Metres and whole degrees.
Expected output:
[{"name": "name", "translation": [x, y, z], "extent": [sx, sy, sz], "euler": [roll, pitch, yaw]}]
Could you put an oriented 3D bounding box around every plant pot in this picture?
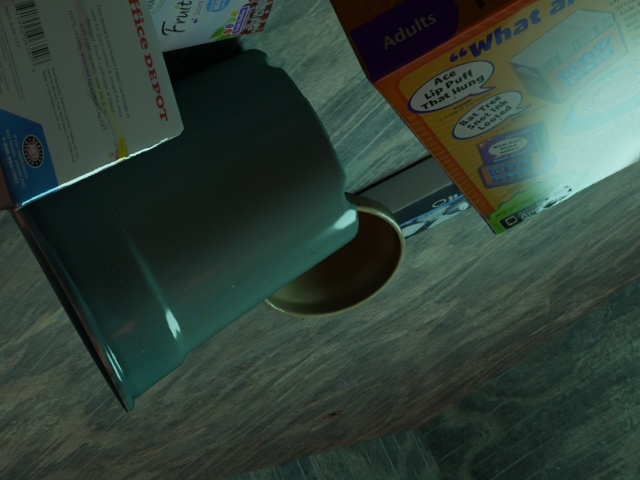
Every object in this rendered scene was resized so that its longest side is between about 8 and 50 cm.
[{"name": "plant pot", "translation": [-0.159, -0.033, 1.567], "extent": [0.334, 0.341, 0.341], "euler": [-29, 162, -11]}, {"name": "plant pot", "translation": [0.000, 0.000, 2.087], "extent": [0.237, 0.110, 0.237], "euler": [-12, 137, -11]}]

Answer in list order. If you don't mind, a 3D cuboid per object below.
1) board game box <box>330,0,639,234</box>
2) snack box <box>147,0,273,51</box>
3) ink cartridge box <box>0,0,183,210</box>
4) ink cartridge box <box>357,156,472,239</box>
[{"name": "board game box", "translation": [0.189, -0.284, 1.175], "extent": [0.356, 0.356, 0.356], "euler": [-28, 154, 11]}, {"name": "snack box", "translation": [-0.123, -0.269, 1.333], "extent": [0.174, 0.070, 0.207], "euler": [-15, 158, -23]}, {"name": "ink cartridge box", "translation": [-0.267, -0.133, 1.195], "extent": [0.168, 0.171, 0.232], "euler": [-5, -165, 33]}, {"name": "ink cartridge box", "translation": [0.081, -0.027, 2.246], "extent": [0.332, 0.065, 0.165], "euler": [-26, 162, 7]}]
